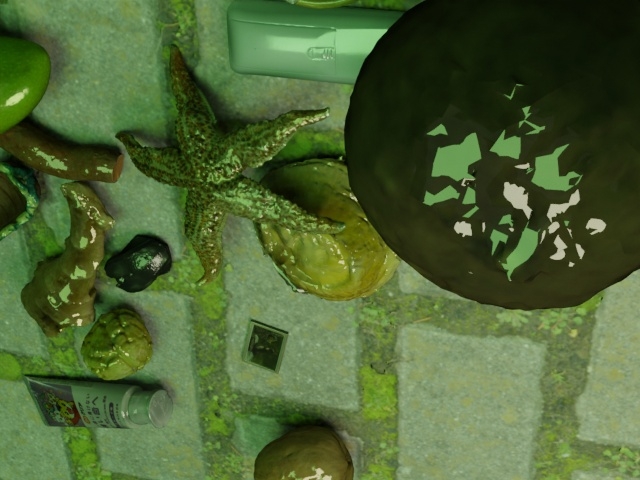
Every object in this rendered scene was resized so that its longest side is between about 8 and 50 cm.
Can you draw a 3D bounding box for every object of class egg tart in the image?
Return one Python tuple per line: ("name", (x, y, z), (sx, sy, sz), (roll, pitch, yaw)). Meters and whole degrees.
("egg tart", (0.000, 0.000, 1.411), (0.232, 0.098, 0.252), (12, 127, 15))

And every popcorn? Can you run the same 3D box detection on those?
("popcorn", (-0.330, 0.171, 1.621), (0.106, 0.116, 0.121), (19, 85, -29))

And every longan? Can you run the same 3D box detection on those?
("longan", (0.219, -0.115, 1.093), (0.391, 0.391, 0.391), (8, 123, 13))

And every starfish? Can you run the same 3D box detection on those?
("starfish", (-0.137, -0.110, 1.346), (0.358, 0.078, 0.347), (-36, 83, 38))

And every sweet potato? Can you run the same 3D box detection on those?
("sweet potato", (-0.433, -0.142, 1.481), (0.281, 0.059, 0.067), (18, 114, 6))

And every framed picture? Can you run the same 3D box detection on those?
("framed picture", (-0.090, 0.172, 1.595), (0.066, 0.007, 0.089), (19, 125, 6))

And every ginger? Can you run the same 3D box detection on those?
("ginger", (-0.399, 0.029, 1.566), (0.131, 0.086, 0.294), (29, 121, 15))

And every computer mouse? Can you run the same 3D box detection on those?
("computer mouse", (-0.292, 0.043, 1.558), (0.135, 0.047, 0.079), (-29, 107, 33))

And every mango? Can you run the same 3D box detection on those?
("mango", (-0.539, -0.220, 1.404), (0.343, 0.156, 0.192), (-7, 82, 12))

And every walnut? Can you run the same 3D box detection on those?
("walnut", (-0.026, 0.376, 1.623), (0.166, 0.149, 0.166), (0, 152, 0))

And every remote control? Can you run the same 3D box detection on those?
("remote control", (0.018, -0.247, 1.274), (0.293, 0.051, 0.103), (7, 122, 13))

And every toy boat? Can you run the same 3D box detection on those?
("toy boat", (-0.549, -0.032, 1.569), (0.293, 0.099, 0.108), (-34, 106, 24))

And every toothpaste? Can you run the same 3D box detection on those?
("toothpaste", (-0.399, 0.289, 1.738), (0.299, 0.073, 0.114), (-3, 119, 29))

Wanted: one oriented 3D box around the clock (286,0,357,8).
("clock", (-0.001, -0.399, 1.184), (0.237, 0.057, 0.237), (8, 120, 13))
